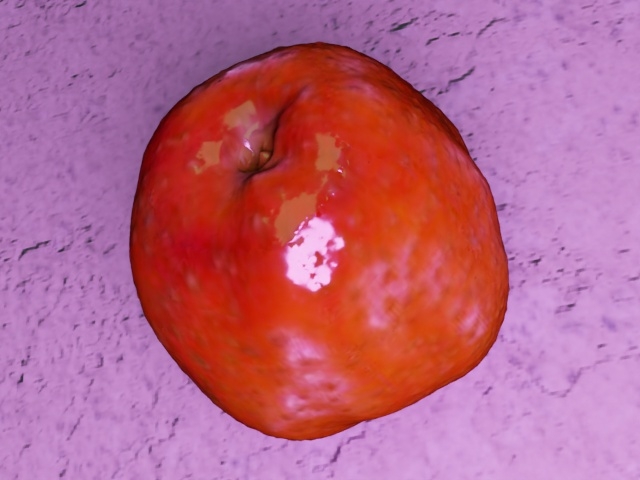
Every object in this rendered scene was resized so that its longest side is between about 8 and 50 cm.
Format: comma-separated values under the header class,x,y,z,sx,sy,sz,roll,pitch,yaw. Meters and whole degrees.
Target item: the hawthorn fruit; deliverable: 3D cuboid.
class,x,y,z,sx,sy,sz,roll,pitch,yaw
hawthorn fruit,0.000,0.000,0.510,0.189,0.189,0.189,-8,63,16
